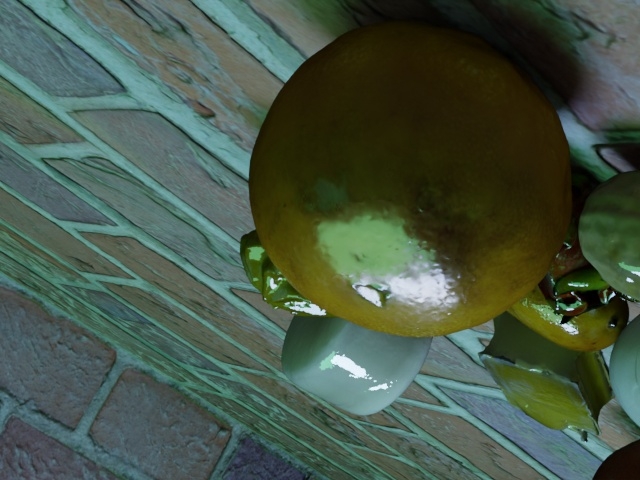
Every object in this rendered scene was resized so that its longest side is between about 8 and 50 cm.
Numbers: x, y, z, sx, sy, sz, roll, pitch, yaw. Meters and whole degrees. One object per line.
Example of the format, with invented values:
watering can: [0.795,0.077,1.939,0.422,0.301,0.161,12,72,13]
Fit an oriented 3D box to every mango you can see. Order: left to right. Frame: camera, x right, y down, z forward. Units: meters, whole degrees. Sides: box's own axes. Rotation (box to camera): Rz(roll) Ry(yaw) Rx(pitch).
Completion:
mango: [0.242,0.054,1.318,0.165,0.089,0.115,31,172,-5]

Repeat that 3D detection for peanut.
peanut: [0.343,0.027,1.036,0.274,0.111,0.125,23,167,11]

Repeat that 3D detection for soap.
soap: [0.290,0.171,1.610,0.135,0.076,0.233,16,160,27]

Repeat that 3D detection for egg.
egg: [0.365,0.128,1.233,0.151,0.151,0.209,32,163,-17]

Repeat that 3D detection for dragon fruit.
dragon fruit: [0.230,0.005,1.156,0.175,0.142,0.138,8,-156,-3]

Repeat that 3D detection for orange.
orange: [0.072,-0.046,1.011,0.261,0.261,0.261,24,163,8]

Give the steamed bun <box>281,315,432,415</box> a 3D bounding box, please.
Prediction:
steamed bun: [0.043,0.147,1.752,0.146,0.164,0.241,30,162,-16]

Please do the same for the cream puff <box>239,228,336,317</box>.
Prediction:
cream puff: [-0.005,-0.003,1.363,0.194,0.195,0.221,22,160,14]

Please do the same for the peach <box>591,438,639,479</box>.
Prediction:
peach: [0.483,0.383,1.694,0.252,0.252,0.252,24,163,8]
